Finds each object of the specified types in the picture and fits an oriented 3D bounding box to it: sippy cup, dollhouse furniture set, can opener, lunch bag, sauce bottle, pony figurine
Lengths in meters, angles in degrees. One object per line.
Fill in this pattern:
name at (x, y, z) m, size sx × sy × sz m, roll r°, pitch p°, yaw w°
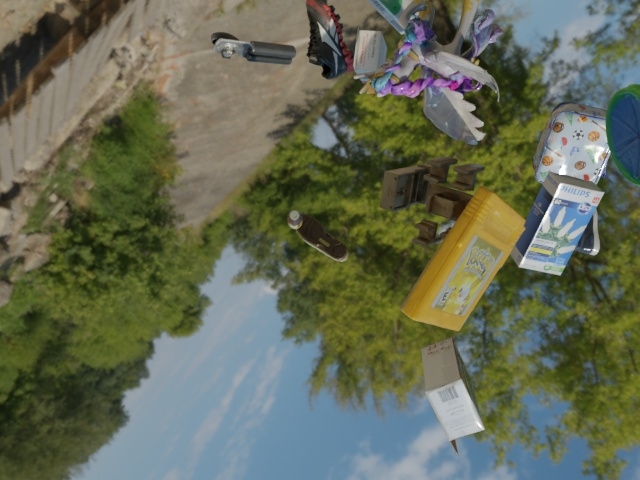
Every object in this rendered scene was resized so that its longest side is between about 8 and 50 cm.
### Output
sippy cup at (0.824, -0.264, 1.477) m, size 0.224 × 0.240 × 0.305 m, roll -14°, pitch -158°, yaw -2°
dollhouse furniture set at (0.298, -0.109, 1.611) m, size 0.161 × 0.242 × 0.212 m, roll -16°, pitch 120°, yaw -46°
can opener at (-0.223, -0.652, 2.134) m, size 0.076 × 0.283 × 0.095 m, roll -44°, pitch -126°, yaw 55°
lunch bag at (0.890, -0.316, 2.225) m, size 0.115 × 0.243 × 0.304 m, roll -69°, pitch 171°, yaw -56°
sauce bottle at (-0.068, -0.057, 1.691) m, size 0.042 × 0.042 × 0.128 m, roll -50°, pitch 178°, yaw -4°
pony figurine at (0.306, -0.442, 1.599) m, size 0.364 × 0.350 × 0.303 m, roll -57°, pitch 167°, yaw -20°

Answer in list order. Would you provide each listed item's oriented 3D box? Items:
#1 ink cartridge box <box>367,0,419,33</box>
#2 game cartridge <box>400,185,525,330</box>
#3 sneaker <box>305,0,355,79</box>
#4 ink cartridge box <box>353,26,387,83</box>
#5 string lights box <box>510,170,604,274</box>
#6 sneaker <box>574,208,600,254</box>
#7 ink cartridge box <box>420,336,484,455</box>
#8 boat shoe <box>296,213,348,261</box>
ink cartridge box at (0.265, -0.823, 2.088) m, size 0.056 × 0.181 × 0.225 m, roll 8°, pitch -112°, yaw 58°
game cartridge at (0.343, 0.055, 1.472) m, size 0.285 × 0.052 × 0.324 m, roll 20°, pitch 105°, yaw -55°
sneaker at (0.009, -0.617, 1.967) m, size 0.135 × 0.276 × 0.097 m, roll -37°, pitch -143°, yaw -11°
ink cartridge box at (0.144, -0.525, 1.821) m, size 0.198 × 0.067 × 0.115 m, roll -4°, pitch 101°, yaw -78°
string lights box at (0.626, -0.044, 1.704) m, size 0.077 × 0.133 × 0.260 m, roll -99°, pitch -157°, yaw -59°
sneaker at (0.901, -0.064, 2.282) m, size 0.086 × 0.163 × 0.226 m, roll 108°, pitch -13°, yaw -63°
ink cartridge box at (0.460, 0.529, 2.191) m, size 0.130 × 0.272 × 0.309 m, roll -23°, pitch -166°, yaw 12°
boat shoe at (0.000, 0.000, 1.811) m, size 0.068 × 0.190 × 0.072 m, roll -46°, pitch 161°, yaw -5°
